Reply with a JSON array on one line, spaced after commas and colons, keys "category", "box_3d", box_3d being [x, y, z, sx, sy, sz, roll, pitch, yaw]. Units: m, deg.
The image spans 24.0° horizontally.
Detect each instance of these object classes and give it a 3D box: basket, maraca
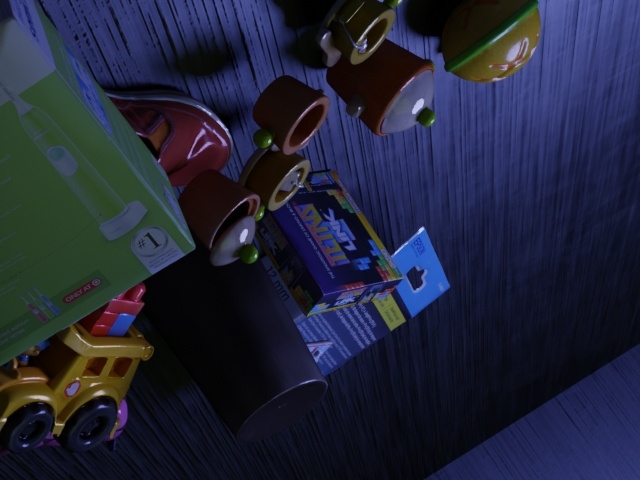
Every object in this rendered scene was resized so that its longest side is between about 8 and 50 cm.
[{"category": "basket", "box_3d": [-0.103, 0.118, 1.826, 0.154, 0.227, 0.204, -22, 156, -27]}, {"category": "maraca", "box_3d": [0.191, -0.231, 1.699, 0.127, 0.099, 0.185, -34, -176, 5]}]

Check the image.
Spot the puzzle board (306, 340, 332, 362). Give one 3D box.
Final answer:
[{"category": "puzzle board", "box_3d": [-0.050, 0.180, 2.017, 0.096, 0.011, 0.128, -3, 141, -52]}]

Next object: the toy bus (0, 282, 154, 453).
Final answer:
[{"category": "toy bus", "box_3d": [-0.296, 0.119, 1.697, 0.220, 0.149, 0.211, 8, 121, -55]}]

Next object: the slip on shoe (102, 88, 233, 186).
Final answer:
[{"category": "slip on shoe", "box_3d": [-0.189, -0.086, 1.460, 0.123, 0.101, 0.331, -44, 157, 18]}]

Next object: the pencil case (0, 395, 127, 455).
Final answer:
[{"category": "pencil case", "box_3d": [-0.341, 0.226, 1.908, 0.098, 0.095, 0.209, -29, 161, 31]}]

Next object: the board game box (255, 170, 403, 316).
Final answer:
[{"category": "board game box", "box_3d": [0.000, 0.000, 1.800, 0.141, 0.170, 0.048, -10, 150, -46]}]

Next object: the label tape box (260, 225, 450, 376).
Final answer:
[{"category": "label tape box", "box_3d": [-0.008, 0.089, 2.053, 0.348, 0.115, 0.249, -36, 157, -1]}]

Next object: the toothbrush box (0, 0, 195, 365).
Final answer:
[{"category": "toothbrush box", "box_3d": [-0.266, -0.060, 1.226, 0.206, 0.122, 0.283, -32, 134, 5]}]

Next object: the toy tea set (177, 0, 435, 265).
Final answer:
[{"category": "toy tea set", "box_3d": [0.004, -0.099, 1.565, 0.336, 0.124, 0.200, -51, 165, 1]}]
